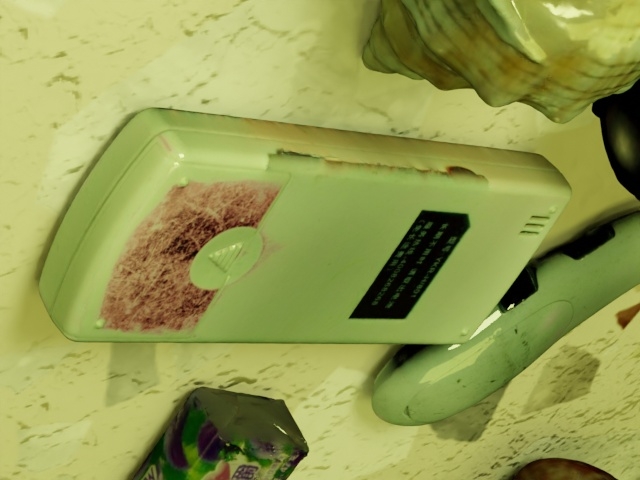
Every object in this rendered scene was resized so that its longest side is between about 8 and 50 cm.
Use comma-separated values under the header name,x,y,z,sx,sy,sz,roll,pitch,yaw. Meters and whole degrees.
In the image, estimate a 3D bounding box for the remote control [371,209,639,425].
name,x,y,z,sx,sy,sz,roll,pitch,yaw
remote control,0.147,0.055,1.296,0.256,0.045,0.097,-33,146,-10

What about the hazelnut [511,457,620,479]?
name,x,y,z,sx,sy,sz,roll,pitch,yaw
hazelnut,0.206,0.281,1.472,0.181,0.212,0.181,21,124,-33

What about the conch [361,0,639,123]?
name,x,y,z,sx,sy,sz,roll,pitch,yaw
conch,0.127,-0.180,0.886,0.203,0.169,0.386,-12,154,-38

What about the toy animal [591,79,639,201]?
name,x,y,z,sx,sy,sz,roll,pitch,yaw
toy animal,0.271,-0.125,1.080,0.187,0.165,0.235,-33,154,-47

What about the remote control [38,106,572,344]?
name,x,y,z,sx,sy,sz,roll,pitch,yaw
remote control,0.000,-0.001,1.090,0.344,0.050,0.145,5,128,-44

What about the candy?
name,x,y,z,sx,sy,sz,roll,pitch,yaw
candy,-0.122,0.225,1.242,0.088,0.061,0.312,10,125,-44
